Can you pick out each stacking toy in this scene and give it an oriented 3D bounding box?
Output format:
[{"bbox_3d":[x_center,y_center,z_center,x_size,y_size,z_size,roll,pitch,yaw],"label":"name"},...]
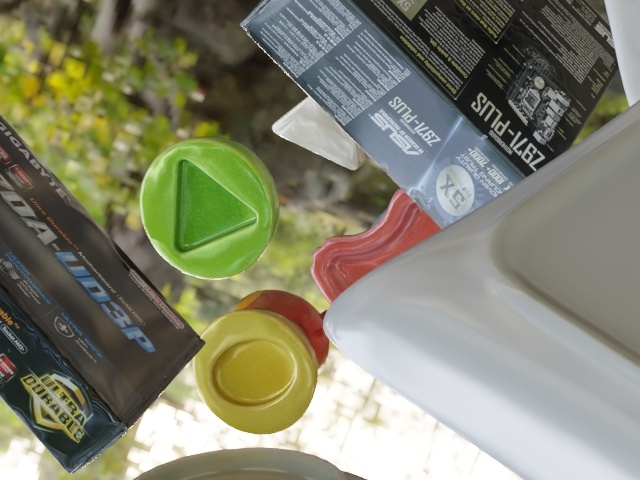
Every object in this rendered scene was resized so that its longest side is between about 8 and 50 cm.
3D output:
[{"bbox_3d":[0.000,0.000,1.484,0.279,0.309,0.130,63,-157,-5],"label":"stacking toy"}]

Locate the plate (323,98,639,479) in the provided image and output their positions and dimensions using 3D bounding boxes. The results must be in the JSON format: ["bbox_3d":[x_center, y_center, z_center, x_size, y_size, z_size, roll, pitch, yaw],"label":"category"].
[{"bbox_3d":[0.189,0.020,0.595,0.278,0.045,0.277,-33,-129,-32],"label":"plate"}]

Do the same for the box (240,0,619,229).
[{"bbox_3d":[0.070,-0.116,0.918,0.180,0.147,0.077,44,140,-10],"label":"box"}]

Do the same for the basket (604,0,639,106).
[{"bbox_3d":[0.221,-0.132,0.827,0.103,0.167,0.113,4,159,-43],"label":"basket"}]

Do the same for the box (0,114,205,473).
[{"bbox_3d":[-0.180,0.021,0.985,0.220,0.051,0.175,49,-163,-2],"label":"box"}]

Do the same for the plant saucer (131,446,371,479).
[{"bbox_3d":[-0.076,0.271,1.457,0.400,0.100,0.400,-4,-166,1],"label":"plant saucer"}]
